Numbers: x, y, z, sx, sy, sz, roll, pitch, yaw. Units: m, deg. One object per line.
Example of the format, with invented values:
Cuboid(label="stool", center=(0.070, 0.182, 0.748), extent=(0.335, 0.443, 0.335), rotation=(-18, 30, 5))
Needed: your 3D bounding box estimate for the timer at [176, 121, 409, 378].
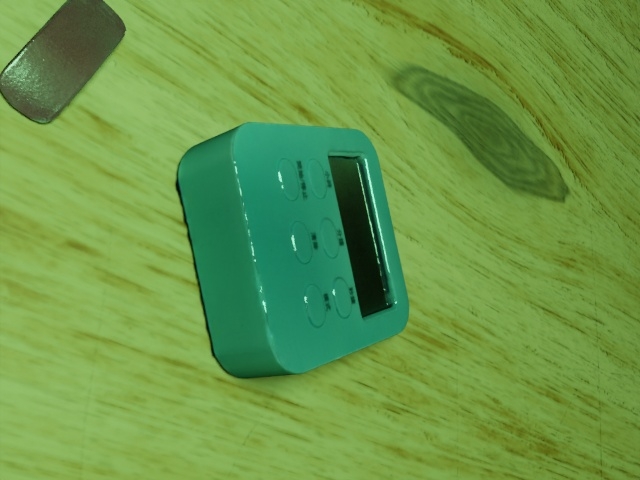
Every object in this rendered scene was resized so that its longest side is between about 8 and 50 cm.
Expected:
Cuboid(label="timer", center=(0.000, 0.000, 0.692), extent=(0.250, 0.091, 0.232), rotation=(-12, 88, -44))

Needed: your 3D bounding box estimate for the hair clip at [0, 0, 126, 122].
Cuboid(label="hair clip", center=(-0.213, -0.160, 0.588), extent=(0.054, 0.022, 0.137), rotation=(45, 56, -28))
